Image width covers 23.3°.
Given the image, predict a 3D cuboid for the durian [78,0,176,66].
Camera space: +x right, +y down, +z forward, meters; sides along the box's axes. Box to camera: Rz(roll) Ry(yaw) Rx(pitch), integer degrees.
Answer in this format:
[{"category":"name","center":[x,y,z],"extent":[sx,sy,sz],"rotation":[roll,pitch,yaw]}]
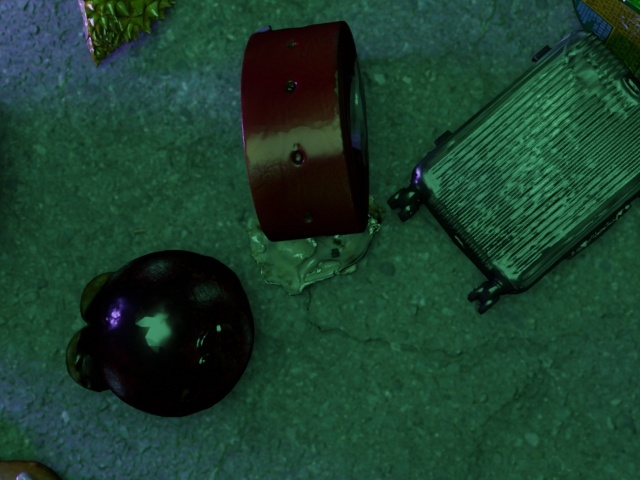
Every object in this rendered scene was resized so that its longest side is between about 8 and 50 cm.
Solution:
[{"category":"durian","center":[-0.256,-0.325,1.850],"extent":[0.132,0.165,0.182],"rotation":[-14,50,35]}]

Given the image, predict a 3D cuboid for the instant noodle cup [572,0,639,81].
[{"category":"instant noodle cup","center":[0.433,-0.288,1.740],"extent":[0.207,0.207,0.233],"rotation":[45,85,7]}]

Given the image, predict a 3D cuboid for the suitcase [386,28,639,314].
[{"category":"suitcase","center":[0.248,-0.078,1.767],"extent":[0.312,0.128,0.202],"rotation":[-40,83,1]}]

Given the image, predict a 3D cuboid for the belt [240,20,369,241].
[{"category":"belt","center":[-0.013,-0.123,1.722],"extent":[0.115,0.324,0.227],"rotation":[-5,113,7]}]

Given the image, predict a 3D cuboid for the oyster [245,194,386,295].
[{"category":"oyster","center":[0.001,0.003,1.825],"extent":[0.166,0.053,0.108],"rotation":[-13,93,3]}]

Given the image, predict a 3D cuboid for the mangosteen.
[{"category":"mangosteen","center":[-0.176,0.103,1.771],"extent":[0.210,0.210,0.209],"rotation":[0,86,6]}]

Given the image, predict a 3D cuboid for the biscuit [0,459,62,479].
[{"category":"biscuit","center":[-0.482,0.415,1.835],"extent":[0.283,0.064,0.432],"rotation":[35,90,7]}]
